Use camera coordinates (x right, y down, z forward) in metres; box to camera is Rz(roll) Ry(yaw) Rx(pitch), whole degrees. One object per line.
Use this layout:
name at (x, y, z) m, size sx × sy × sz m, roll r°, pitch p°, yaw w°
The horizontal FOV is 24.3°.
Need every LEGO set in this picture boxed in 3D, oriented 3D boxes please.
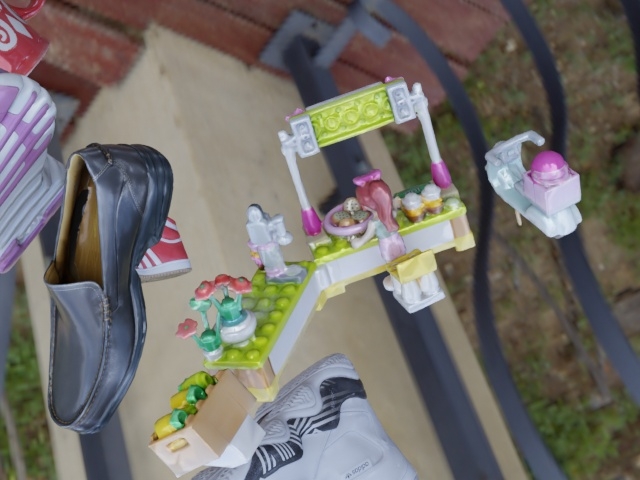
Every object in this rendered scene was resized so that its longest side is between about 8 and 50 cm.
LEGO set at (0.000, 0.000, 0.816) m, size 0.287 × 0.132 × 0.107 m, roll -31°, pitch 123°, yaw -22°

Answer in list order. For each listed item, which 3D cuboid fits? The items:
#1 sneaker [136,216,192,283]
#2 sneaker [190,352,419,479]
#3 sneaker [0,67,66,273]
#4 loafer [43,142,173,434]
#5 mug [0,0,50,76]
sneaker at (-0.181, 0.008, 1.432) m, size 0.118 × 0.067 × 0.042 m, roll -7°, pitch 169°, yaw -44°
sneaker at (-0.012, 0.279, 1.529) m, size 0.137 × 0.366 × 0.210 m, roll -36°, pitch 94°, yaw 36°
sneaker at (-0.214, -0.052, 0.865) m, size 0.095 × 0.104 × 0.236 m, roll -52°, pitch 178°, yaw -14°
loafer at (-0.134, 0.026, 0.840) m, size 0.061 × 0.062 × 0.170 m, roll 7°, pitch 93°, yaw -53°
mug at (-0.335, -0.208, 1.320) m, size 0.113 × 0.150 × 0.169 m, roll -31°, pitch 116°, yaw 30°
